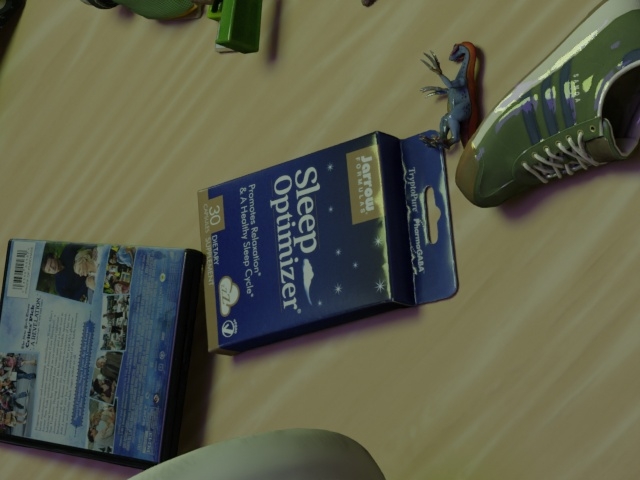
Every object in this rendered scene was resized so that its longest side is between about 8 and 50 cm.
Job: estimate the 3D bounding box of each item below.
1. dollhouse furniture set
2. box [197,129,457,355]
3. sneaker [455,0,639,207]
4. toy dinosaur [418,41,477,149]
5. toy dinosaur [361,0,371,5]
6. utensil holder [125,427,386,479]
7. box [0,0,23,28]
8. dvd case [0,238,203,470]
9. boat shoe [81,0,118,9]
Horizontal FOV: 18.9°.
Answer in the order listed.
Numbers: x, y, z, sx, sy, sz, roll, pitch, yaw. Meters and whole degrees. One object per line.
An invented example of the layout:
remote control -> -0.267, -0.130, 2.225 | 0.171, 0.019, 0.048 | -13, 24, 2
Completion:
dollhouse furniture set -> -0.113, -0.183, 1.598 | 0.151, 0.076, 0.059 | 1, 80, 39
box -> 0.000, 0.000, 1.493 | 0.225, 0.036, 0.136 | -17, 70, 35
sneaker -> 0.178, -0.080, 1.342 | 0.192, 0.064, 0.086 | -48, 50, 17
toy dinosaur -> 0.104, -0.106, 1.441 | 0.082, 0.090, 0.047 | -57, 8, -10
toy dinosaur -> 0.064, -0.332, 1.462 | 0.200, 0.127, 0.296 | 5, 89, 33
utensil holder -> -0.019, 0.372, 1.242 | 0.327, 0.327, 0.385 | -45, 57, 23
box -> -0.388, -0.196, 1.775 | 0.147, 0.077, 0.180 | 15, 59, 40
dvd case -> -0.196, 0.092, 1.622 | 0.253, 0.022, 0.180 | 3, 84, 46
boat shoe -> -0.139, -0.298, 1.640 | 0.079, 0.084, 0.233 | 38, 102, 38
